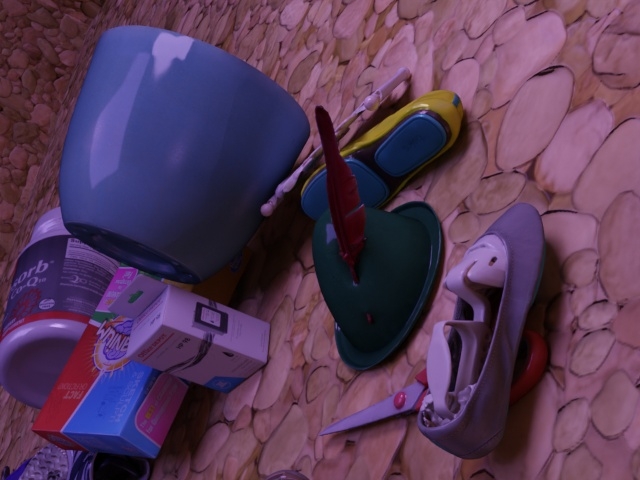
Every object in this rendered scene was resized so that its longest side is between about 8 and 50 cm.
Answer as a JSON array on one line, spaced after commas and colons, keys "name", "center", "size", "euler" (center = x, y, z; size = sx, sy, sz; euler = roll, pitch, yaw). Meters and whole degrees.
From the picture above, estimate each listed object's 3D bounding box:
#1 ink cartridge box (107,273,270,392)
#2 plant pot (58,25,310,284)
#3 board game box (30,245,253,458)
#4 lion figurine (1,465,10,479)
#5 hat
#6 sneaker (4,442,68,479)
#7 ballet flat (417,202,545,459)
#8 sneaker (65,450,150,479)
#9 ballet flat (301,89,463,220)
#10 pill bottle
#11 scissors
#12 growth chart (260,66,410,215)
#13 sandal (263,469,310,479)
[{"name": "ink cartridge box", "center": [-0.165, 0.117, 1.122], "size": [0.104, 0.180, 0.060], "euler": [-41, 35, 43]}, {"name": "plant pot", "center": [-0.189, -0.086, 1.151], "size": [0.293, 0.293, 0.235], "euler": [-9, 56, 61]}, {"name": "board game box", "center": [-0.248, 0.140, 1.282], "size": [0.242, 0.064, 0.317], "euler": [-10, 48, 46]}, {"name": "lion figurine", "center": [-0.651, 0.631, 1.684], "size": [0.392, 0.142, 0.240], "euler": [-62, 32, -1]}, {"name": "hat", "center": [0.000, 0.000, 0.897], "size": [0.209, 0.183, 0.173], "euler": [-66, 25, -1]}, {"name": "sneaker", "center": [-0.527, 0.464, 1.552], "size": [0.293, 0.102, 0.146], "euler": [-42, 4, -25]}, {"name": "ballet flat", "center": [0.122, 0.057, 0.704], "size": [0.072, 0.068, 0.213], "euler": [-18, 51, 57]}, {"name": "sneaker", "center": [-0.317, 0.300, 1.358], "size": [0.153, 0.099, 0.282], "euler": [-47, 35, 38]}, {"name": "ballet flat", "center": [0.069, -0.091, 0.992], "size": [0.231, 0.077, 0.077], "euler": [-33, 19, 45]}, {"name": "pill bottle", "center": [-0.455, 0.111, 1.666], "size": [0.210, 0.210, 0.363], "euler": [-52, 28, 28]}, {"name": "scissors", "center": [0.082, 0.143, 0.801], "size": [0.297, 0.021, 0.109], "euler": [-44, 35, 36]}, {"name": "growth chart", "center": [0.014, -0.115, 1.077], "size": [0.237, 0.021, 0.172], "euler": [-42, 4, 39]}, {"name": "sandal", "center": [-0.064, 0.273, 0.929], "size": [0.180, 0.072, 0.049], "euler": [-46, 16, 34]}]
